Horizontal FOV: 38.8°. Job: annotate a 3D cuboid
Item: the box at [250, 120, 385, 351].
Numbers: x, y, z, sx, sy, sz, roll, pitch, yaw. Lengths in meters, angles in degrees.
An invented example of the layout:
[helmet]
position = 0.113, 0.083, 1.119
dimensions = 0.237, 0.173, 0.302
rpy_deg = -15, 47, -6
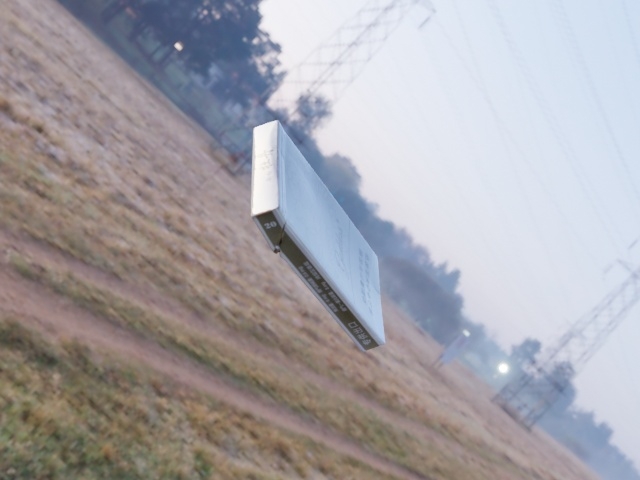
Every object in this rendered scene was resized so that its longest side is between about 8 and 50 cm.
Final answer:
[box]
position = 0.000, 0.000, 0.782
dimensions = 0.198, 0.029, 0.109
rpy_deg = 52, 25, -40
